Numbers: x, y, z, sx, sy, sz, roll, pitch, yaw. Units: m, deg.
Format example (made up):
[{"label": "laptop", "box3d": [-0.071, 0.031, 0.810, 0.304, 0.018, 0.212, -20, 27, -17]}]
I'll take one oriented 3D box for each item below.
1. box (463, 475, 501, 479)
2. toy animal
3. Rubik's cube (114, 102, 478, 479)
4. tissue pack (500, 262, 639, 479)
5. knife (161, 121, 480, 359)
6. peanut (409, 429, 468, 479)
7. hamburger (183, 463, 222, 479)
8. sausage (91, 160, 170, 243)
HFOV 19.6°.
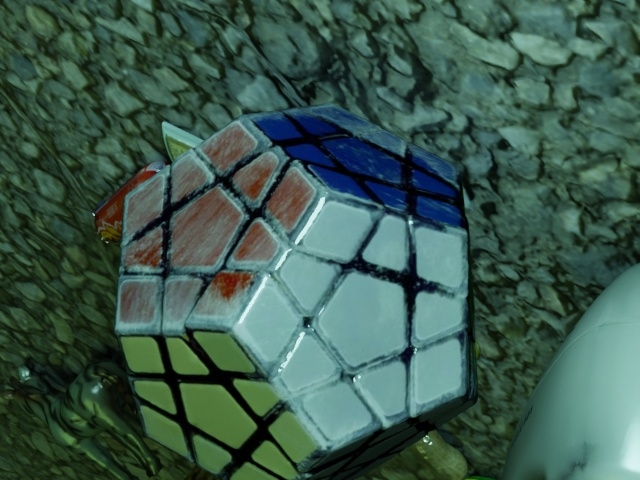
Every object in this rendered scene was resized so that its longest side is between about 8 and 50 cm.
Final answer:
[{"label": "box", "box3d": [0.229, 0.347, 1.824, 0.180, 0.103, 0.250, 2, 138, 40]}, {"label": "toy animal", "box3d": [-0.250, 0.211, 2.091, 0.255, 0.090, 0.170, -16, 121, 49]}, {"label": "Rubik's cube", "box3d": [-0.013, 0.048, 1.448, 0.319, 0.319, 0.264, 27, 114, 10]}, {"label": "tissue pack", "box3d": [0.267, 0.165, 1.420, 0.229, 0.236, 0.333, 21, 149, 3]}, {"label": "knife", "box3d": [0.000, -0.001, 1.616, 0.343, 0.027, 0.061, 33, 131, 2]}, {"label": "peanut", "box3d": [0.111, 0.204, 1.796, 0.037, 0.037, 0.083, -12, 123, 50]}, {"label": "hamburger", "box3d": [-0.125, 0.298, 2.043, 0.083, 0.138, 0.147, 34, 143, 1]}, {"label": "sausage", "box3d": [-0.162, -0.039, 1.695, 0.050, 0.048, 0.145, 35, 147, -14]}]
